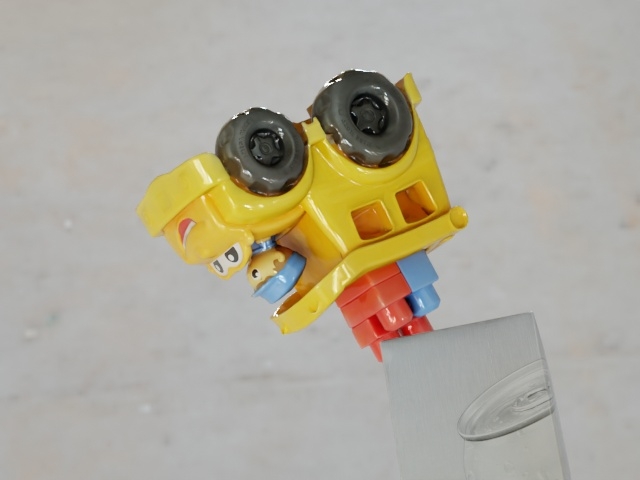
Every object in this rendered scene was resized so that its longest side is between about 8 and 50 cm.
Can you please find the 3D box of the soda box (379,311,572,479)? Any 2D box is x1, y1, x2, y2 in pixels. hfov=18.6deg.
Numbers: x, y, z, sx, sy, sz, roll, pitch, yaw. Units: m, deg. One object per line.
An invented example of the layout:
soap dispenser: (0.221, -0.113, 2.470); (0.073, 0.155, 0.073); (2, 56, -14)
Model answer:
soda box: (0.106, 0.193, 1.132); (0.098, 0.286, 0.091); (-11, -20, 8)

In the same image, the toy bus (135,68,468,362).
toy bus: (0.000, 0.000, 1.494); (0.220, 0.211, 0.149); (-22, -6, -32)
